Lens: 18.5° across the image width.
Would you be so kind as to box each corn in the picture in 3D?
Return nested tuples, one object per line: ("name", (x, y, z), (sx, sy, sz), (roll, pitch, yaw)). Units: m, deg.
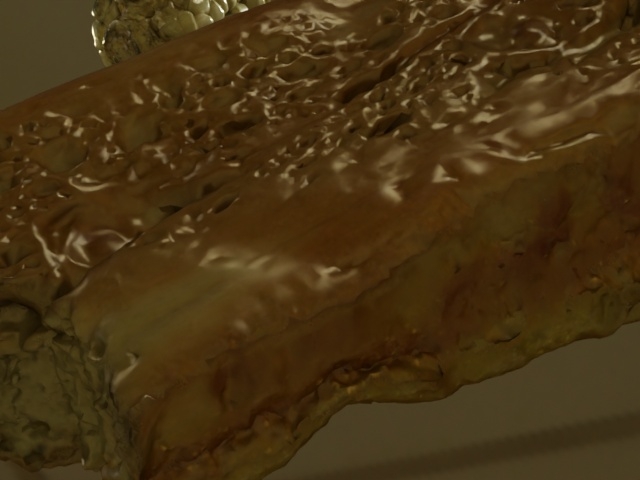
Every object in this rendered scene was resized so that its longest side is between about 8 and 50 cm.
("corn", (-0.047, -0.154, 1.152), (0.087, 0.211, 0.087), (23, -45, 26))

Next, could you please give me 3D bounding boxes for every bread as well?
("bread", (0.000, 0.000, 0.679), (0.380, 0.185, 0.109), (-24, -46, -16))
